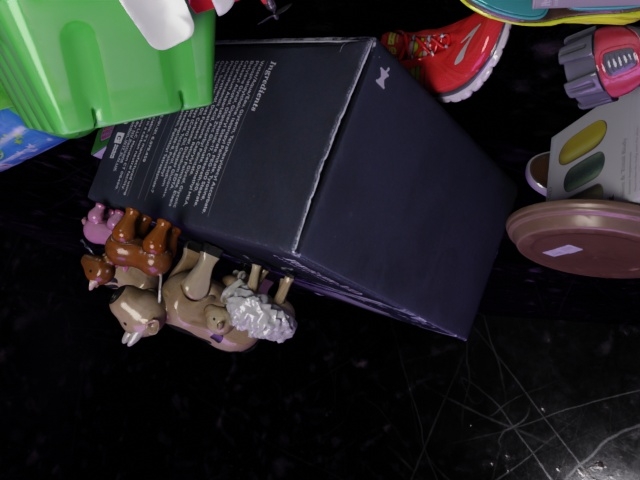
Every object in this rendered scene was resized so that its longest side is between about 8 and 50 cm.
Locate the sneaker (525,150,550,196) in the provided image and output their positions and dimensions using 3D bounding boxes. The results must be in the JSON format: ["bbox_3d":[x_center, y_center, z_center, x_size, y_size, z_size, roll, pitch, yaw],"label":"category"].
[{"bbox_3d":[0.509,-0.090,1.219,0.290,0.106,0.123,10,162,-6],"label":"sneaker"}]

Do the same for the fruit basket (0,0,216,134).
[{"bbox_3d":[-0.300,-0.312,0.730,0.283,0.392,0.392,-18,177,-27],"label":"fruit basket"}]

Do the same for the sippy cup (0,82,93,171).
[{"bbox_3d":[-0.495,-0.218,1.005,0.224,0.240,0.305,-29,165,19],"label":"sippy cup"}]

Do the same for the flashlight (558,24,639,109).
[{"bbox_3d":[0.446,-0.242,0.764,0.304,0.103,0.103,-11,150,42],"label":"flashlight"}]

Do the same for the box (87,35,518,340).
[{"bbox_3d":[-0.015,-0.080,1.057,0.472,0.297,0.480,12,169,41],"label":"box"}]

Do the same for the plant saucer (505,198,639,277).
[{"bbox_3d":[0.426,0.006,1.000,0.278,0.041,0.278,12,165,3],"label":"plant saucer"}]

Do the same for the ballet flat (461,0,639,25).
[{"bbox_3d":[0.272,-0.283,0.764,0.231,0.077,0.077,6,180,8],"label":"ballet flat"}]

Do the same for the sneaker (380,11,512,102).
[{"bbox_3d":[0.138,-0.250,0.897,0.118,0.107,0.279,25,159,-28],"label":"sneaker"}]

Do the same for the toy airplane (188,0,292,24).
[{"bbox_3d":[-0.069,-0.286,0.630,0.151,0.151,0.028,19,-162,-30],"label":"toy airplane"}]

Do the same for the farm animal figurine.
[{"bbox_3d":[-0.219,0.080,0.953,0.327,0.172,0.330,23,172,-13],"label":"farm animal figurine"}]

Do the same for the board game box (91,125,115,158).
[{"bbox_3d":[-0.318,-0.203,1.395,0.242,0.064,0.316,21,161,-35],"label":"board game box"}]

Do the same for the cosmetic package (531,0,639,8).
[{"bbox_3d":[0.325,-0.298,0.614,0.238,0.107,0.127,1,165,18],"label":"cosmetic package"}]

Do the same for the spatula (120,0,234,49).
[{"bbox_3d":[-0.136,-0.310,0.569,0.168,0.019,0.242,-26,121,3],"label":"spatula"}]

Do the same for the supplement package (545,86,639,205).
[{"bbox_3d":[0.510,-0.100,1.011,0.198,0.199,0.262,13,164,-9],"label":"supplement package"}]
